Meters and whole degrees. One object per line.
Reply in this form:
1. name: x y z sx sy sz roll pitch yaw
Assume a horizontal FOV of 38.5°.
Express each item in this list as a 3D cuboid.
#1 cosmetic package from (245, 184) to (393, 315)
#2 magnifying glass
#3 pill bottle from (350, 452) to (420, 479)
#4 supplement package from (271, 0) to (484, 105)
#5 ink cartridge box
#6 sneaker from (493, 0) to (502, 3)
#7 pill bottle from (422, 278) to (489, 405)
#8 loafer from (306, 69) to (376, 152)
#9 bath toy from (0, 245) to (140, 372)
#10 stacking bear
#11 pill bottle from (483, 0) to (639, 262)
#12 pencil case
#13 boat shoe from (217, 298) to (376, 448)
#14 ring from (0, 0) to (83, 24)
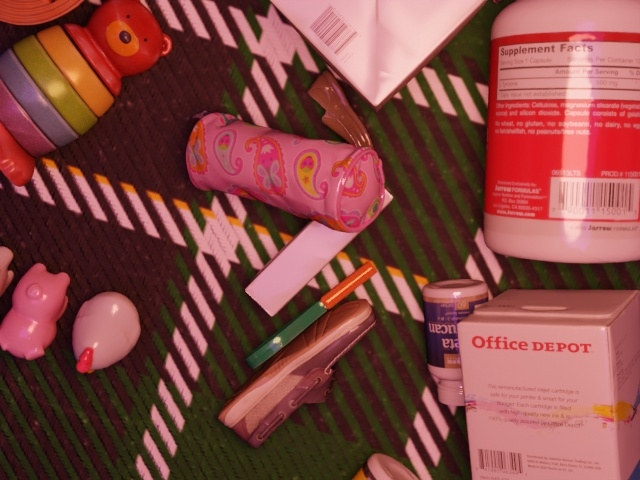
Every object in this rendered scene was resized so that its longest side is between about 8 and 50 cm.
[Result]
1. cosmetic package: 0.000 0.000 1.307 0.239 0.099 0.060 -44 92 8
2. magnifying glass: -0.014 0.109 1.333 0.231 0.092 0.026 -40 90 -4
3. pill bottle: 0.060 0.426 1.339 0.119 0.119 0.209 37 97 -1
4. supplement package: 0.074 -0.305 1.185 0.198 0.263 0.199 -44 92 7
5. ink cartridge box: 0.319 0.215 1.225 0.198 0.197 0.270 -1 100 32
6. sneaker: 0.224 -0.381 1.281 0.119 0.047 0.057 44 108 -1
7. pill bottle: 0.198 0.145 1.311 0.094 0.094 0.170 -5 96 4
8. loafer: 0.031 -0.171 1.310 0.050 0.056 0.148 -31 84 7
9. bath toy: -0.439 0.108 1.333 0.348 0.129 0.151 18 131 2
10. stacking bear: -0.348 -0.231 1.276 0.289 0.164 0.175 -36 102 -4
11. pill bottle: 0.334 -0.184 1.200 0.228 0.229 0.408 2 96 3
12. pencil case: -0.051 -0.098 1.235 0.284 0.124 0.124 19 98 34
13. boat shoe: -0.021 0.196 1.332 0.285 0.103 0.092 -40 98 10
14. ring: -0.395 -0.466 1.262 0.336 0.032 0.337 2 96 25
